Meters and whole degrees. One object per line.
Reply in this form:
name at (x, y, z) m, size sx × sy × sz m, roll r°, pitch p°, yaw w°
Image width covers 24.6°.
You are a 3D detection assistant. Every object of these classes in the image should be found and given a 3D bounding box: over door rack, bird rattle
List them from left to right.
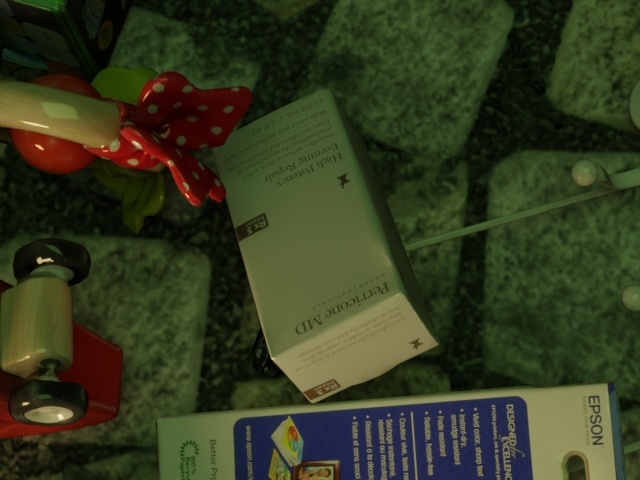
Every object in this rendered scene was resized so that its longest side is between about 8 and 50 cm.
bird rattle at (-0.176, -0.076, 1.154) m, size 0.206 × 0.253 × 0.143 m, roll 12°, pitch 93°, yaw -12°
over door rack at (0.206, 0.070, 1.183) m, size 0.324 × 0.108 × 0.240 m, roll -19°, pitch 76°, yaw -2°

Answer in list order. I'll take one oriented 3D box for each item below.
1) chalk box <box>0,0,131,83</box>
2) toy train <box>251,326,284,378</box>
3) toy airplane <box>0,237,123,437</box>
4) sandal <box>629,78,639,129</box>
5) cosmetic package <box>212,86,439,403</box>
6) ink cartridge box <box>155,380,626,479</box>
chalk box at (-0.256, -0.253, 1.242) m, size 0.179 × 0.180 × 0.289 m, roll 18°, pitch 77°, yaw 6°
toy train at (-0.022, 0.040, 1.242) m, size 0.036 × 0.027 × 0.158 m, roll 18°, pitch 79°, yaw 18°
toy airplane at (-0.389, 0.086, 1.123) m, size 0.384 × 0.272 × 0.386 m, roll 49°, pitch 50°, yaw -1°
sandal at (0.399, -0.129, 1.245) m, size 0.265 × 0.076 × 0.102 m, roll -9°, pitch 61°, yaw 21°
cosmetic package at (0.000, 0.000, 1.167) m, size 0.117 × 0.085 × 0.231 m, roll -27°, pitch 49°, yaw 9°
ink cartridge box at (0.053, 0.210, 1.128) m, size 0.370 × 0.069 × 0.176 m, roll -7°, pitch 79°, yaw 19°
